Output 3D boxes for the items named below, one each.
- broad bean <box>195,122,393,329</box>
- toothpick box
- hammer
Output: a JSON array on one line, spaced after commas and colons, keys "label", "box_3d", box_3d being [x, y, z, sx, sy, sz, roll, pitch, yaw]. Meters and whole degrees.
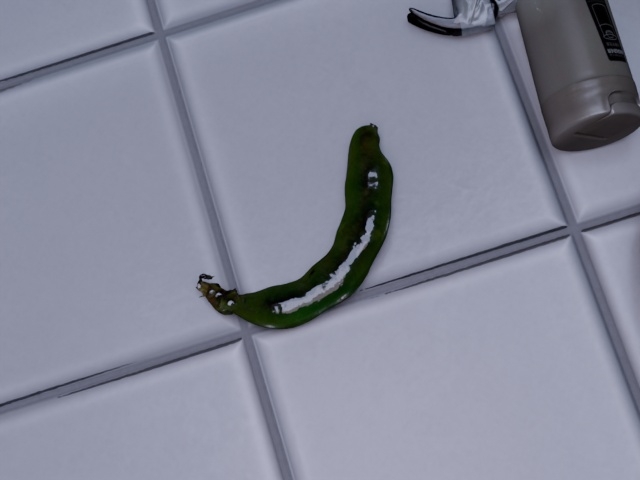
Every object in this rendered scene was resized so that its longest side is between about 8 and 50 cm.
[{"label": "broad bean", "box_3d": [0.000, 0.000, 1.472, 0.292, 0.049, 0.144, -45, 74, -6]}, {"label": "toothpick box", "box_3d": [0.298, -0.203, 1.467, 0.111, 0.111, 0.181, -13, 72, 2]}, {"label": "hammer", "box_3d": [0.129, -0.444, 1.591, 0.152, 0.044, 0.427, -19, 72, 1]}]
